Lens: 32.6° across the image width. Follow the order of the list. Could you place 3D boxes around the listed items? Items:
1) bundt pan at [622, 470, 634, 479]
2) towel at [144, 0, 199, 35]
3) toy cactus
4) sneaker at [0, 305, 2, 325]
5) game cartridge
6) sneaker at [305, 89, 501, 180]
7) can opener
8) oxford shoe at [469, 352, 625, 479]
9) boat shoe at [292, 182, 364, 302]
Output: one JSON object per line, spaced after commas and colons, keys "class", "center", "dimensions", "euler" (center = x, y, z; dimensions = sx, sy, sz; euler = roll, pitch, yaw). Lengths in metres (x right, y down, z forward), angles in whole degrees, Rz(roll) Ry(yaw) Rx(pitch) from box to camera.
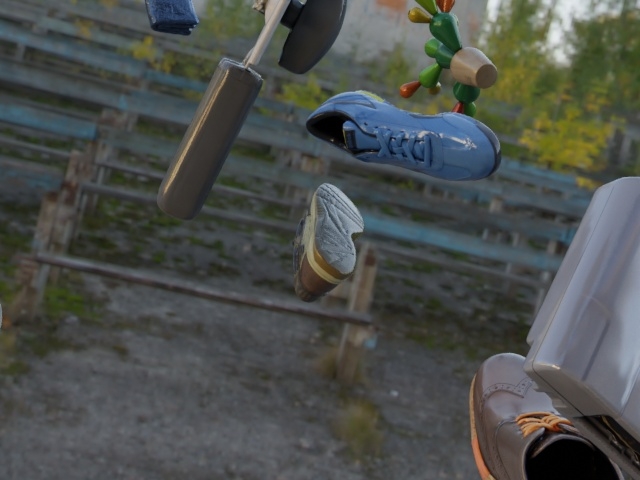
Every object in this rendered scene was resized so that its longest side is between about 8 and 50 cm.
{"class": "bundt pan", "center": [0.449, 0.224, 1.202], "dimensions": [0.124, 0.331, 0.331], "euler": [50, -13, -26]}
{"class": "towel", "center": [-0.203, -0.330, 1.443], "dimensions": [0.067, 0.119, 0.029], "euler": [-2, -20, -33]}
{"class": "toy cactus", "center": [0.174, -0.246, 1.488], "dimensions": [0.112, 0.219, 0.180], "euler": [-20, 28, -12]}
{"class": "sneaker", "center": [-0.310, 0.050, 0.526], "dimensions": [0.292, 0.108, 0.169], "euler": [-27, 42, -12]}
{"class": "game cartridge", "center": [0.283, 0.099, 0.788], "dimensions": [0.294, 0.196, 0.060], "euler": [41, -33, -18]}
{"class": "sneaker", "center": [0.077, -0.096, 1.085], "dimensions": [0.209, 0.069, 0.082], "euler": [22, 32, 36]}
{"class": "can opener", "center": [-0.070, -0.142, 1.067], "dimensions": [0.093, 0.280, 0.074], "euler": [30, 8, -10]}
{"class": "oxford shoe", "center": [0.223, 0.200, 1.016], "dimensions": [0.130, 0.132, 0.363], "euler": [-15, 32, -5]}
{"class": "boat shoe", "center": [0.001, 0.001, 1.306], "dimensions": [0.080, 0.073, 0.223], "euler": [41, 21, -14]}
